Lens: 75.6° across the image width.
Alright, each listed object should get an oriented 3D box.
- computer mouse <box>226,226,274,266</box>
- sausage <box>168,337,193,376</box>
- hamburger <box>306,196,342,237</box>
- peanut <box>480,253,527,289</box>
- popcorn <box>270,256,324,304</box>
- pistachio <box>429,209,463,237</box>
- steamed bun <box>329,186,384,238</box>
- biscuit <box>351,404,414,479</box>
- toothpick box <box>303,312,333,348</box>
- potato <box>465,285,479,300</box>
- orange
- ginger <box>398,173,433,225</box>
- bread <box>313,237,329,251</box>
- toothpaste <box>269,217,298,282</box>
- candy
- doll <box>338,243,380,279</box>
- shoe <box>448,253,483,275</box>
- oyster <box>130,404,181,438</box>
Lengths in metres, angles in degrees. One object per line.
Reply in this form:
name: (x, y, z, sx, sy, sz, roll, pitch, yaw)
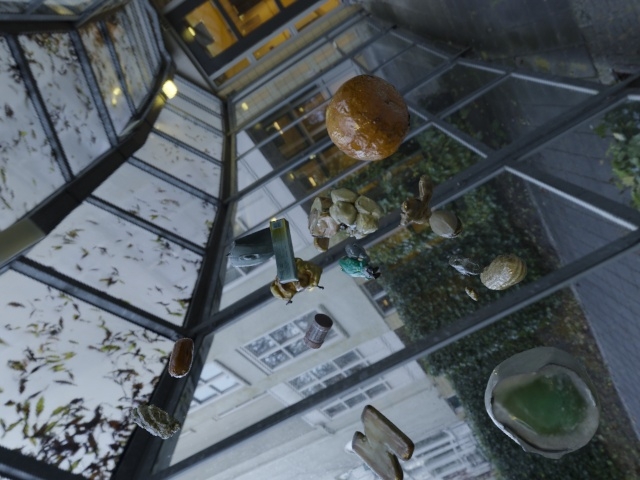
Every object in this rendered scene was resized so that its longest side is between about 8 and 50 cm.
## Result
computer mouse: (-0.334, 0.042, 2.238, 0.122, 0.371, 0.188, 44, 139, 32)
sausage: (-0.622, 0.524, 1.853, 0.098, 0.098, 0.238, 56, -178, -24)
hamburger: (0.032, -0.113, 1.656, 0.207, 0.156, 0.135, 102, 162, -60)
peanut: (0.850, 0.153, 1.945, 0.325, 0.140, 0.153, 100, 168, -75)
popcorn: (-0.137, 0.220, 2.509, 0.316, 0.298, 0.280, -12, -102, -47)
pistachio: (0.645, -0.086, 2.128, 0.135, 0.136, 0.226, 55, 179, -29)
steamed bun: (0.100, -0.081, 1.322, 0.192, 0.106, 0.177, 35, 165, -1)
biscuit: (0.262, 0.878, 1.767, 0.062, 0.236, 0.291, 11, -171, -40)
toothpick box: (-0.011, 0.439, 1.995, 0.099, 0.148, 0.098, 19, -152, -11)
potato: (0.782, 0.267, 2.119, 0.092, 0.046, 0.045, 47, 178, 3)
orange: (0.183, -0.482, 1.667, 0.341, 0.293, 0.340, 19, -125, -29)
ginger: (0.379, -0.154, 1.612, 0.059, 0.133, 0.213, -142, 58, -75)
bread: (0.000, 0.000, 1.930, 0.082, 0.056, 0.115, 32, -132, -32)
toothpaste: (-0.179, 0.049, 2.009, 0.071, 0.089, 0.312, 48, -150, -71)
candy: (0.847, 0.613, 1.564, 0.426, 0.386, 0.186, 51, -175, -1)
doll: (0.212, 0.137, 2.124, 0.258, 0.153, 0.194, 39, 144, 32)
shoe: (0.664, 0.123, 1.849, 0.099, 0.071, 0.169, 44, 168, -36)
oyster: (-0.644, 0.706, 1.588, 0.209, 0.132, 0.072, 26, -156, -1)
